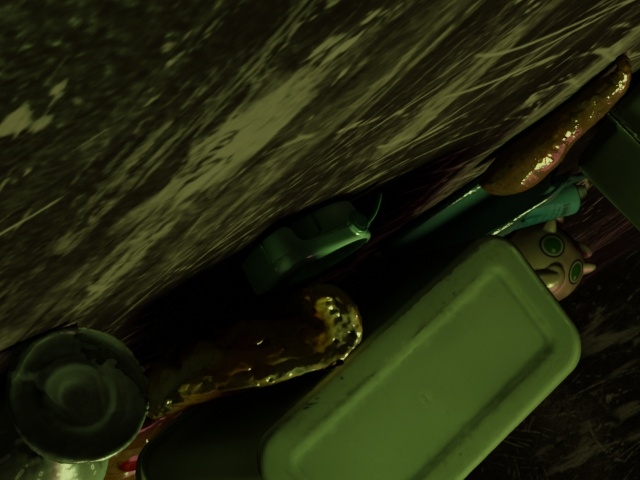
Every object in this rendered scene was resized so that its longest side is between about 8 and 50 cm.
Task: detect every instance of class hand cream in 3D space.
[{"bbox_3d":[0.241,-0.028,1.932,0.224,0.048,0.083,-20,166,-20],"label":"hand cream"}]

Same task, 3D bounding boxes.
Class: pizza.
[{"bbox_3d":[-0.077,0.102,1.394,0.182,0.074,0.365,-24,-179,-26],"label":"pizza"}]

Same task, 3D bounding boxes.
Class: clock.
[{"bbox_3d":[0.000,0.000,1.352,0.135,0.041,0.101,-25,170,-30],"label":"clock"}]

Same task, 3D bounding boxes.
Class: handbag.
[{"bbox_3d":[0.185,-0.028,1.704,0.229,0.062,0.179,-34,172,20],"label":"handbag"}]

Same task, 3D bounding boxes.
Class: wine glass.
[{"bbox_3d":[-0.231,0.169,1.286,0.126,0.126,0.241,-25,167,-30],"label":"wine glass"}]

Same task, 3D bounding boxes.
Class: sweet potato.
[{"bbox_3d":[0.240,-0.110,1.504,0.214,0.050,0.050,-43,165,35],"label":"sweet potato"}]

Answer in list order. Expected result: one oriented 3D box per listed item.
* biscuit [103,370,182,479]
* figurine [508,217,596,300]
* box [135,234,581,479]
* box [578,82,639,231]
[{"bbox_3d":[-0.175,0.216,1.773,0.394,0.070,0.350,-27,167,-10],"label":"biscuit"},{"bbox_3d":[0.325,0.034,2.203,0.138,0.125,0.125,-47,177,-23],"label":"figurine"},{"bbox_3d":[0.029,0.166,1.482,0.352,0.177,0.344,-40,-174,-23],"label":"box"},{"bbox_3d":[0.412,-0.082,1.647,0.166,0.220,0.290,-47,164,17],"label":"box"}]
